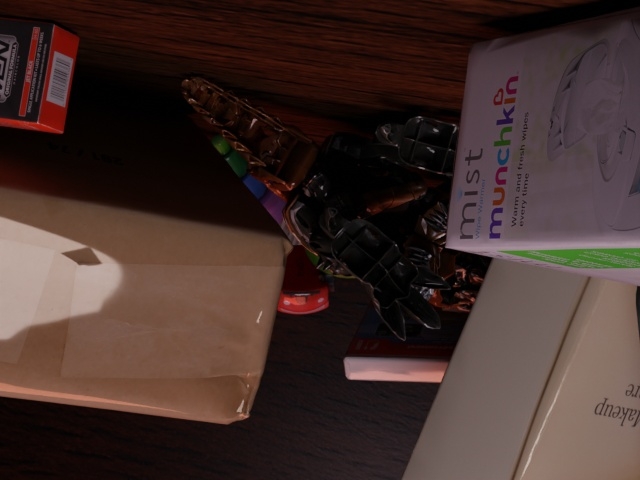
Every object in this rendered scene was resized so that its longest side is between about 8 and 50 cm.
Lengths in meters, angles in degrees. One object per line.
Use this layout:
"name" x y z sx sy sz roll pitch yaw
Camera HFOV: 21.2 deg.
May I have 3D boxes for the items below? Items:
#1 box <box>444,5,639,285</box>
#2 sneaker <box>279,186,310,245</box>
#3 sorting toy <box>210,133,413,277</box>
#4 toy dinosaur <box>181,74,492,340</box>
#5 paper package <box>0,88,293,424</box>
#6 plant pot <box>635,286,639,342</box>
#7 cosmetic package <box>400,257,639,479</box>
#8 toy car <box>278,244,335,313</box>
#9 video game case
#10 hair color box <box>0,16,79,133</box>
"box" 0.237 -0.036 0.897 0.262 0.126 0.231 10 174 -28
"sneaker" -0.067 -0.033 1.897 0.083 0.084 0.215 11 168 27
"sorting toy" 0.043 -0.047 1.516 0.366 0.127 0.126 10 147 34
"toy dinosaur" 0.032 -0.020 1.324 0.322 0.164 0.218 10 -178 -23
"paper package" -0.229 -0.010 1.330 0.325 0.168 0.309 9 -161 -25
"plant pot" 0.370 0.154 1.169 0.341 0.334 0.341 -13 -154 6
"cosmetic package" 0.192 0.088 1.270 0.160 0.309 0.113 13 -169 -42
"toy car" 0.000 0.000 1.675 0.225 0.053 0.239 -19 -149 -29
"video game case" 0.153 0.041 1.514 0.204 0.025 0.285 1 -152 17
"hair color box" -0.243 -0.119 1.180 0.141 0.072 0.043 7 176 18
